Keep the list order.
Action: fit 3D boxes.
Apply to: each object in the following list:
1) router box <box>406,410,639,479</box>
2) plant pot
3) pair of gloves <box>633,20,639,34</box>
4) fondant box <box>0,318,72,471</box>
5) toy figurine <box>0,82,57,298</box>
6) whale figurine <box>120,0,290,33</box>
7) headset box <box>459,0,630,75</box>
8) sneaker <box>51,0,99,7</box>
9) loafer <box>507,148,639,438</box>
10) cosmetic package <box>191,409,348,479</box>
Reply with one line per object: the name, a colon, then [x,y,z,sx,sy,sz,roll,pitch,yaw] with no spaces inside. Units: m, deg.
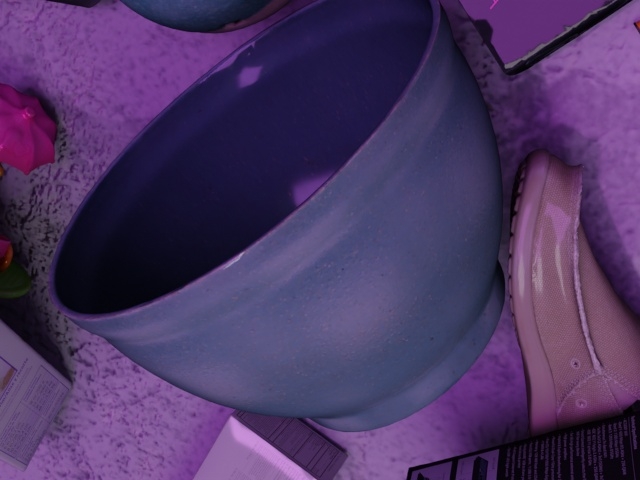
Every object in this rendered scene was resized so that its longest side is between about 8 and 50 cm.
router box: [0.228,0.260,0.617,0.242,0.081,0.309,-22,114,24]
plant pot: [0.000,0.000,0.598,0.293,0.293,0.196,-26,121,24]
pair of gloves: [0.255,-0.129,0.591,0.074,0.010,0.083,-33,88,26]
fondant box: [-0.365,0.060,0.717,0.238,0.330,0.096,21,69,14]
toy figurine: [-0.292,-0.060,0.781,0.173,0.130,0.159,32,100,36]
whale figurine: [-0.099,-0.279,0.611,0.216,0.141,0.272,-11,91,31]
headset box: [0.172,-0.276,0.518,0.283,0.131,0.246,-31,92,24]
sneaker: [-0.258,-0.224,0.729,0.222,0.118,0.083,19,95,45]
loafer: [0.182,0.063,0.625,0.092,0.102,0.269,-6,113,15]
cosmetic package: [-0.078,0.253,0.790,0.098,0.060,0.239,36,113,11]
